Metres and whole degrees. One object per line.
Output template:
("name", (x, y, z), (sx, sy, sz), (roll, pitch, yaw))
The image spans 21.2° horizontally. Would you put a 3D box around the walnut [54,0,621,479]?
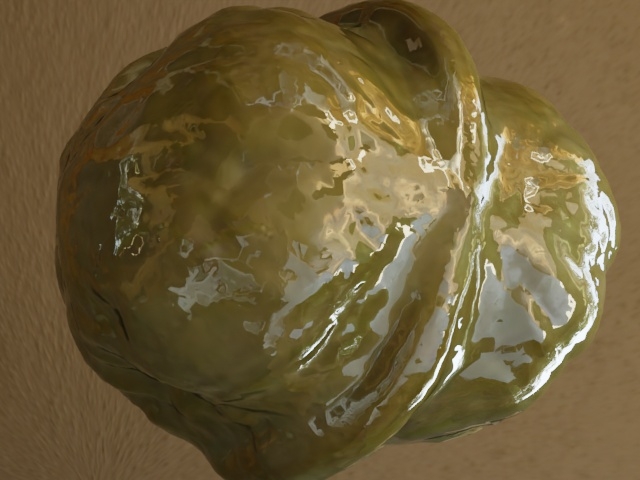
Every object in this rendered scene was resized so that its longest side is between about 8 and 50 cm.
("walnut", (0.002, 0.001, 0.932), (0.282, 0.277, 0.253), (42, -117, -20))
